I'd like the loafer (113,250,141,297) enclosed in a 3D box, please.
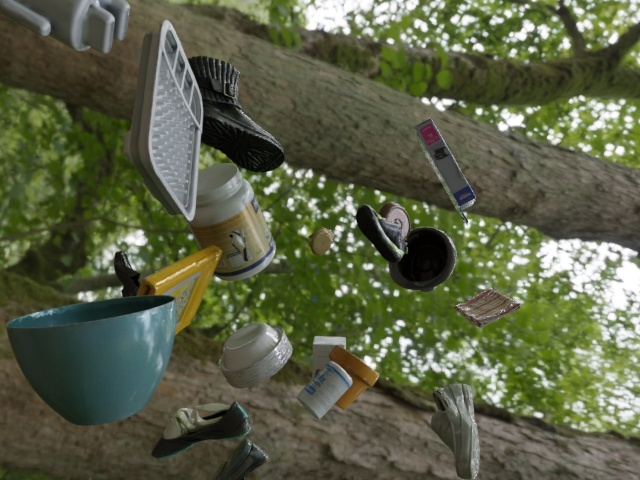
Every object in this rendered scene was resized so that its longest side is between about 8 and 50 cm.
[{"bbox_3d":[-0.548,0.104,1.668,0.061,0.062,0.170,-23,-98,11],"label":"loafer"}]

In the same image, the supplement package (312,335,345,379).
[{"bbox_3d":[0.036,0.541,2.434,0.134,0.139,0.244,-54,144,-84],"label":"supplement package"}]

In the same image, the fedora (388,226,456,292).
[{"bbox_3d":[0.374,0.087,2.072,0.244,0.124,0.275,-12,-128,17],"label":"fedora"}]

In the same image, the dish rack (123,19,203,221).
[{"bbox_3d":[-0.311,-0.229,1.150,0.285,0.072,0.332,81,7,-66],"label":"dish rack"}]

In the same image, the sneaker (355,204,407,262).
[{"bbox_3d":[0.197,-0.035,1.799,0.084,0.234,0.097,4,-134,52],"label":"sneaker"}]

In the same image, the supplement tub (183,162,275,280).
[{"bbox_3d":[-0.290,-0.057,1.792,0.228,0.228,0.316,-124,-168,-57],"label":"supplement tub"}]

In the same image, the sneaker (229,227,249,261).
[{"bbox_3d":[-0.230,0.016,1.643,0.040,0.044,0.109,98,-27,-55],"label":"sneaker"}]

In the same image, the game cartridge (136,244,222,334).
[{"bbox_3d":[-0.409,0.174,1.575,0.285,0.053,0.324,-63,167,24],"label":"game cartridge"}]

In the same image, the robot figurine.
[{"bbox_3d":[-0.662,-0.617,1.443,0.200,0.353,0.300,-56,-172,45],"label":"robot figurine"}]

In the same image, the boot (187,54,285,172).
[{"bbox_3d":[-0.250,-0.374,1.693,0.131,0.348,0.260,-32,-132,30],"label":"boot"}]

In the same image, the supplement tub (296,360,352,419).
[{"bbox_3d":[0.010,0.317,1.222,0.107,0.071,0.071,-43,-162,-19],"label":"supplement tub"}]

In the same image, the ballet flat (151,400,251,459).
[{"bbox_3d":[-0.304,0.454,1.417,0.095,0.280,0.096,-64,133,-74],"label":"ballet flat"}]

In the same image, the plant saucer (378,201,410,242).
[{"bbox_3d":[0.266,-0.054,2.035,0.029,0.168,0.168,-5,-109,49],"label":"plant saucer"}]

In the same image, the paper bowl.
[{"bbox_3d":[-0.264,0.429,2.243,0.284,0.148,0.284,-23,-161,8],"label":"paper bowl"}]

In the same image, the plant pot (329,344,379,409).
[{"bbox_3d":[0.091,0.537,2.215,0.188,0.205,0.205,-54,-156,-11],"label":"plant pot"}]

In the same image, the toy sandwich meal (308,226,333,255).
[{"bbox_3d":[0.000,0.000,1.575,0.029,0.085,0.085,26,-80,46],"label":"toy sandwich meal"}]

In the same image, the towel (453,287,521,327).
[{"bbox_3d":[0.513,0.203,1.791,0.029,0.144,0.197,66,-5,-14],"label":"towel"}]

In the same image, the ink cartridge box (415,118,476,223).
[{"bbox_3d":[0.378,-0.193,1.689,0.065,0.186,0.311,-27,-98,10],"label":"ink cartridge box"}]

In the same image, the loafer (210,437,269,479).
[{"bbox_3d":[-0.237,0.657,1.611,0.267,0.084,0.096,-54,-169,32],"label":"loafer"}]

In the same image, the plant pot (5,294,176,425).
[{"bbox_3d":[-0.402,0.221,1.059,0.290,0.290,0.195,-1,-83,63],"label":"plant pot"}]

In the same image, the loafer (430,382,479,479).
[{"bbox_3d":[0.331,0.469,1.430,0.319,0.111,0.112,-62,145,-71],"label":"loafer"}]
